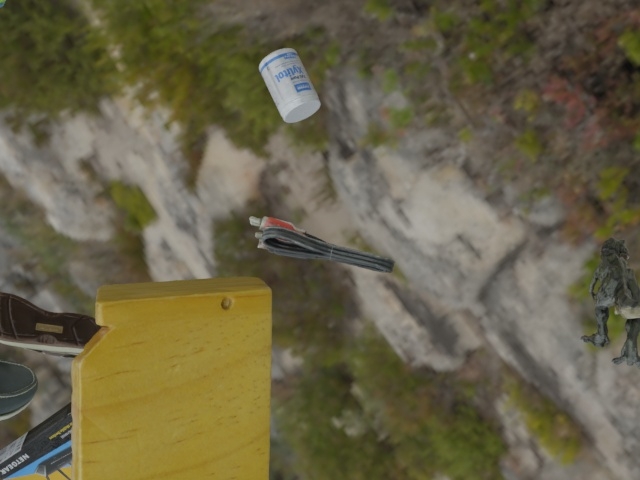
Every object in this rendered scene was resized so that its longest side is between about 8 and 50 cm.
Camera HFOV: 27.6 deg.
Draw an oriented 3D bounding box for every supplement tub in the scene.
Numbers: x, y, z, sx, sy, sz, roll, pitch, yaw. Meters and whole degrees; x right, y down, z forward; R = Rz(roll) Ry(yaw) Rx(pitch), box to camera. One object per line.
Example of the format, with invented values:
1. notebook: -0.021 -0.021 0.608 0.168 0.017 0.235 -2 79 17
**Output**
1. supplement tub: -0.051 -0.257 2.153 0.107 0.071 0.071 64 164 16

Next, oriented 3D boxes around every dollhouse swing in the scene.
1. dollhouse swing: -0.209 0.216 1.632 0.305 0.315 0.347 12 103 57

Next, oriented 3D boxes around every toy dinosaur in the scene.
1. toy dinosaur: 0.350 0.080 1.523 0.268 0.064 0.118 -85 -1 -73

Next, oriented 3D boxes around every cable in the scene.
1. cable: 0.000 0.000 2.461 0.287 0.072 0.139 8 166 7

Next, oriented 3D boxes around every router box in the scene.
1. router box: -0.343 0.304 1.798 0.133 0.179 0.046 47 -157 -21

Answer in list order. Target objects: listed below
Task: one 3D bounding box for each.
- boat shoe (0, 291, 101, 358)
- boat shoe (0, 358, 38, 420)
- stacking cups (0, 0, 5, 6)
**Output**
1. boat shoe: -0.535 0.169 2.409 0.257 0.095 0.095 17 152 -5
2. boat shoe: -0.581 0.228 2.157 0.319 0.099 0.116 6 -143 -54
3. stacking cups: -0.566 -0.399 2.145 0.096 0.316 0.096 41 -152 -27
